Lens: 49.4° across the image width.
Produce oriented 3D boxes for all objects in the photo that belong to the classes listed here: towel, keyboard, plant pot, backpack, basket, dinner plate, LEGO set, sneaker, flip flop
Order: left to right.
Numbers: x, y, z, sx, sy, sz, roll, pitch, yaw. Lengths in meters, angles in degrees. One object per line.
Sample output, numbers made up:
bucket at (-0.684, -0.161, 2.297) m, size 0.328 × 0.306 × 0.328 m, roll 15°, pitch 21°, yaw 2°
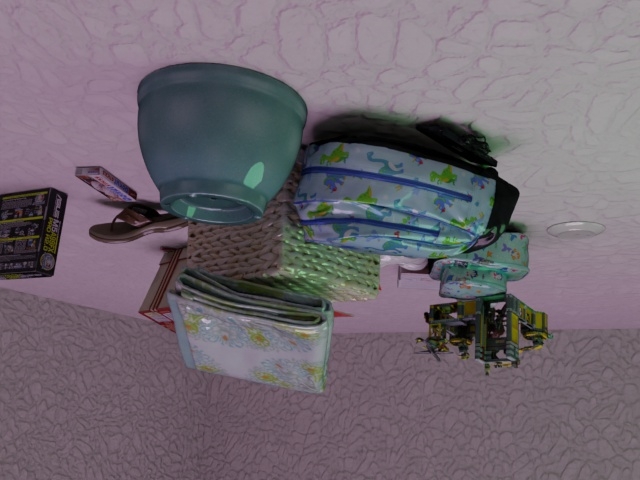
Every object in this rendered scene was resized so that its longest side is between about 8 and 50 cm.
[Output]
flip flop at (-0.455, -0.056, 1.782) m, size 0.276 × 0.080 × 0.112 m, roll -10°, pitch -157°, yaw 3°
plant pot at (-0.173, -0.140, 1.180) m, size 0.292 × 0.197 × 0.293 m, roll 3°, pitch 165°, yaw 1°
towel at (-0.138, 0.202, 1.435) m, size 0.320 × 0.090 × 0.375 m, roll 14°, pitch 147°, yaw 6°
basket at (-0.076, -0.011, 1.508) m, size 0.328 × 0.267 × 0.331 m, roll -11°, pitch 161°, yaw 41°
backpack at (0.127, -0.078, 1.292) m, size 0.355 × 0.274 × 0.290 m, roll 27°, pitch 175°, yaw -27°
sneaker at (0.192, 0.024, 1.939) m, size 0.232 × 0.091 × 0.115 m, roll -1°, pitch 155°, yaw -2°
keyboard at (0.263, -0.180, 1.262) m, size 0.192 × 0.038 × 0.100 m, roll 18°, pitch -177°, yaw -45°
backpack at (0.413, 0.057, 1.806) m, size 0.253 × 0.191 × 0.225 m, roll -2°, pitch 164°, yaw 3°
LEGO set at (0.425, 0.273, 1.811) m, size 0.331 × 0.192 × 0.255 m, roll -7°, pitch 153°, yaw 30°
dinner plate at (0.646, -0.021, 1.760) m, size 0.141 × 0.017 × 0.141 m, roll 2°, pitch 166°, yaw 1°

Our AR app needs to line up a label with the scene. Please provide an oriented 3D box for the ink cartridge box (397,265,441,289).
ink cartridge box at (0.387, 0.112, 2.234) m, size 0.274 × 0.060 × 0.239 m, roll 3°, pitch 164°, yaw 5°

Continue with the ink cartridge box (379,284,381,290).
ink cartridge box at (0.011, 0.114, 2.124) m, size 0.308 × 0.091 × 0.385 m, roll 16°, pitch 171°, yaw 15°

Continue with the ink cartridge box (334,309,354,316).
ink cartridge box at (-0.110, 0.189, 1.622) m, size 0.296 × 0.066 × 0.261 m, roll -7°, pitch 161°, yaw 33°

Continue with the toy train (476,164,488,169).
toy train at (0.318, -0.140, 1.382) m, size 0.017 × 0.024 × 0.083 m, roll 4°, pitch 164°, yaw -2°

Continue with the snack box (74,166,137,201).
snack box at (-0.499, -0.130, 1.628) m, size 0.064 × 0.022 × 0.178 m, roll -1°, pitch 164°, yaw 13°

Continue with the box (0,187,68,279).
box at (-0.773, -0.012, 1.763) m, size 0.269 × 0.217 × 0.060 m, roll -5°, pitch 161°, yaw 27°

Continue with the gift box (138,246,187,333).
gift box at (-0.405, 0.148, 2.214) m, size 0.255 × 0.258 × 0.276 m, roll -9°, pitch 141°, yaw 45°

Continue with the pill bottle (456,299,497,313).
pill bottle at (0.453, 0.134, 2.009) m, size 0.119 × 0.209 × 0.119 m, roll 3°, pitch 165°, yaw 1°
